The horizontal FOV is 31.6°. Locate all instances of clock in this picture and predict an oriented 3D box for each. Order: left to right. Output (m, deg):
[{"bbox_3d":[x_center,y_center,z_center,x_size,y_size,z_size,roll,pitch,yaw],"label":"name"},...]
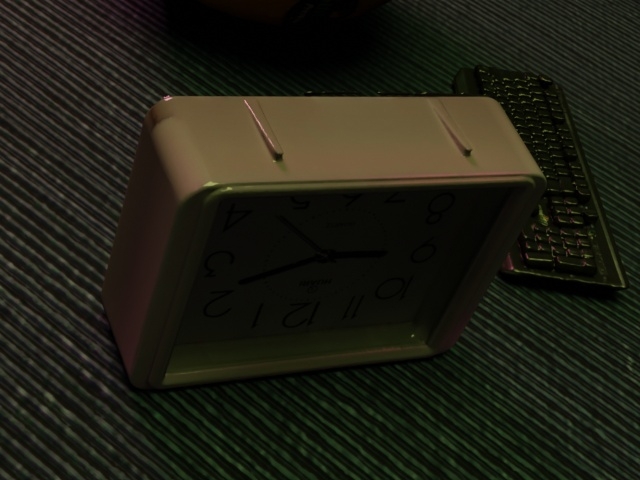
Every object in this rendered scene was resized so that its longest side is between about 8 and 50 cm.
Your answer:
[{"bbox_3d":[0.000,0.000,0.576,0.197,0.150,0.063,-3,48,-27],"label":"clock"}]

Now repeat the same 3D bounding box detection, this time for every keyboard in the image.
[{"bbox_3d":[0.153,-0.050,0.799,0.093,0.025,0.230,8,41,-12],"label":"keyboard"}]

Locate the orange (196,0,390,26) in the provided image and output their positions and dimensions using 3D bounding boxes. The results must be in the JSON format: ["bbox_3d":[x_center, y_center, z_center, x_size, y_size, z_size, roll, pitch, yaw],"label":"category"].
[{"bbox_3d":[-0.019,-0.286,0.805,0.274,0.274,0.274,12,40,-11],"label":"orange"}]
